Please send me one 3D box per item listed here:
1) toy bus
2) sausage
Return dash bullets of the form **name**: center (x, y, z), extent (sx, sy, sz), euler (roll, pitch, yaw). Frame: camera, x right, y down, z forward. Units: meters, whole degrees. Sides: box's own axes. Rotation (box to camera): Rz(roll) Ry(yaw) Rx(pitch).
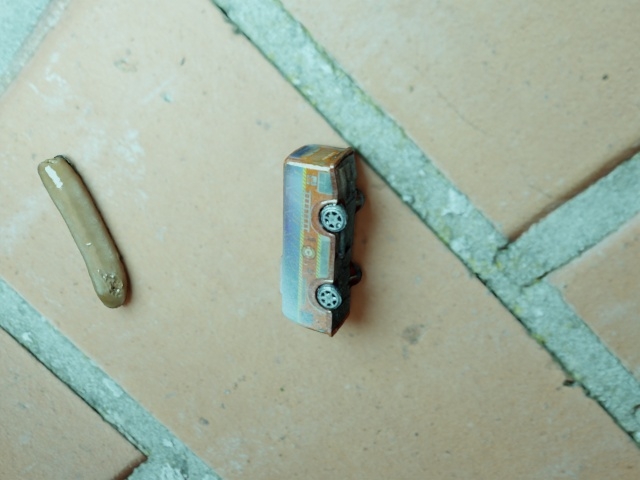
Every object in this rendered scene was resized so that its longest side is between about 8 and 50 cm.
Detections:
- **toy bus**: center (0.000, 0.000, 0.777), extent (0.077, 0.065, 0.192), euler (13, 119, 20)
- **sausage**: center (-0.258, -0.006, 0.852), extent (0.043, 0.043, 0.186), euler (-12, 112, 20)
